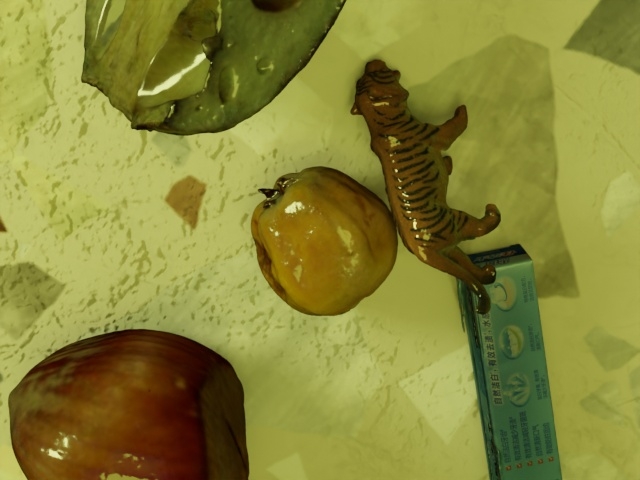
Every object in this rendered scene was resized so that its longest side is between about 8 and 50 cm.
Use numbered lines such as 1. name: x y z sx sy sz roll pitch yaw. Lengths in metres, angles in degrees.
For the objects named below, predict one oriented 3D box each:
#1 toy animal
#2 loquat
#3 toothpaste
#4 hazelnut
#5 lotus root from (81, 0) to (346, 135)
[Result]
1. toy animal: 0.094 -0.046 1.616 0.099 0.057 0.241 -6 73 -32
2. loquat: 0.000 0.000 1.621 0.137 0.113 0.137 22 133 26
3. toothpaste: 0.179 0.141 1.723 0.066 0.053 0.272 -12 108 -6
4. hazelnut: -0.167 0.173 1.615 0.181 0.212 0.181 -18 116 18
5. lotus root: -0.070 -0.239 1.516 0.142 0.210 0.314 14 111 -39
